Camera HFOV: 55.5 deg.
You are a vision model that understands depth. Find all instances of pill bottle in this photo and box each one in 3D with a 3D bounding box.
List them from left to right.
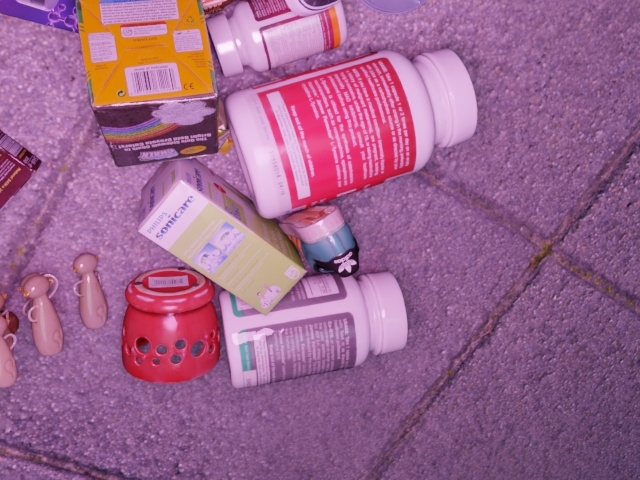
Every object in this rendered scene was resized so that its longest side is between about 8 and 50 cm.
[{"bbox_3d":[-0.075,-0.360,1.038,0.221,0.121,0.121,-19,118,-5],"label":"pill bottle"},{"bbox_3d":[-0.018,0.174,1.256,0.361,0.204,0.204,-8,116,-11],"label":"pill bottle"},{"bbox_3d":[0.053,-0.202,1.083,0.408,0.229,0.229,-18,118,-7],"label":"pill bottle"}]

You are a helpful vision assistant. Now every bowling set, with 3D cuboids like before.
[{"bbox_3d":[-0.556,0.128,1.115,0.200,0.287,0.154,4,111,20],"label":"bowling set"}]

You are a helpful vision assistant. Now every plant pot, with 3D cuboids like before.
[{"bbox_3d":[-0.291,0.158,1.185,0.191,0.191,0.174,-2,112,-14],"label":"plant pot"}]

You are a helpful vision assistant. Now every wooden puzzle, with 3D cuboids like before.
[{"bbox_3d":[-0.195,-0.220,1.133,0.078,0.014,0.116,-41,117,6],"label":"wooden puzzle"}]

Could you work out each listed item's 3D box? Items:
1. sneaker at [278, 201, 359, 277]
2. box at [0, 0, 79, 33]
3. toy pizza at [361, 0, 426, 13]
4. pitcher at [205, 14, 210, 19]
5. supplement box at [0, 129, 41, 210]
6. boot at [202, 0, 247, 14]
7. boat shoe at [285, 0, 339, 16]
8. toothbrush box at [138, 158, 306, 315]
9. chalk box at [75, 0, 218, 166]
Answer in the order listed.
[{"bbox_3d":[0.000,0.000,1.117,0.108,0.302,0.121,-28,101,-3],"label":"sneaker"},{"bbox_3d":[-0.378,-0.448,0.866,0.184,0.103,0.261,-2,132,-46],"label":"box"},{"bbox_3d":[0.132,-0.507,1.076,0.201,0.032,0.201,-6,115,-14],"label":"toy pizza"},{"bbox_3d":[-0.223,-0.462,0.965,0.178,0.125,0.207,7,125,-40],"label":"pitcher"},{"bbox_3d":[-0.615,-0.156,1.019,0.130,0.073,0.239,-44,116,8],"label":"supplement box"},{"bbox_3d":[-0.167,-0.407,0.958,0.158,0.059,0.084,-22,105,0],"label":"boot"},{"bbox_3d":[0.066,-0.458,0.943,0.301,0.102,0.108,-44,121,-20],"label":"boat shoe"},{"bbox_3d":[-0.182,-0.021,1.121,0.283,0.206,0.122,36,102,-25],"label":"toothbrush box"},{"bbox_3d":[-0.266,-0.237,0.986,0.180,0.289,0.179,-9,78,-13],"label":"chalk box"}]
